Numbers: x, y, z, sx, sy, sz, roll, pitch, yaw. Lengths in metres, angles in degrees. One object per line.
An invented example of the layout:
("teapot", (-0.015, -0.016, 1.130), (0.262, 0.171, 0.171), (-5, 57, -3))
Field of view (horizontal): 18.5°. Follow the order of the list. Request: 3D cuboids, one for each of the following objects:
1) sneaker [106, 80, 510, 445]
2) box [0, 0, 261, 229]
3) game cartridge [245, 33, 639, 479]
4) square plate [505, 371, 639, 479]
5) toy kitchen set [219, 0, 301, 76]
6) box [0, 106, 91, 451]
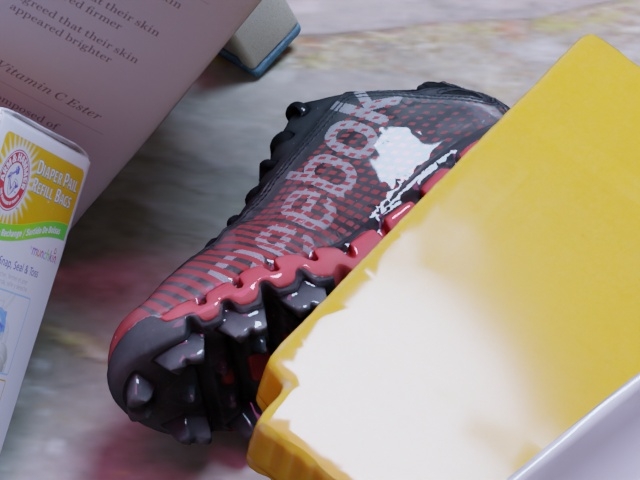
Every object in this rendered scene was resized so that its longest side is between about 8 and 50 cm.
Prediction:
("sneaker", (0.000, 0.000, 0.974), (0.276, 0.097, 0.135), (-29, 51, -24))
("box", (-0.134, -0.180, 0.946), (0.215, 0.345, 0.168), (29, 46, -17))
("game cartridge", (0.166, 0.085, 0.856), (0.323, 0.053, 0.285), (37, 58, 15))
("square plate", (0.111, 0.261, 0.673), (0.347, 0.049, 0.344), (-33, 79, -23))
("toy kitchen set", (-0.032, -0.210, 1.188), (0.166, 0.122, 0.207), (33, 77, 30))
("box", (-0.199, 0.033, 0.889), (0.114, 0.103, 0.203), (16, 85, 18))
